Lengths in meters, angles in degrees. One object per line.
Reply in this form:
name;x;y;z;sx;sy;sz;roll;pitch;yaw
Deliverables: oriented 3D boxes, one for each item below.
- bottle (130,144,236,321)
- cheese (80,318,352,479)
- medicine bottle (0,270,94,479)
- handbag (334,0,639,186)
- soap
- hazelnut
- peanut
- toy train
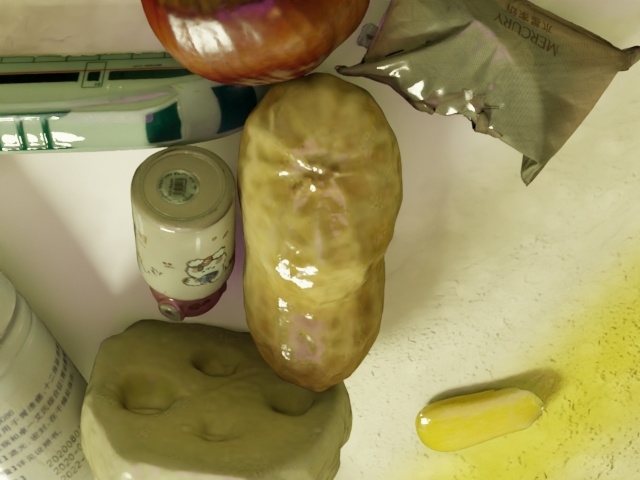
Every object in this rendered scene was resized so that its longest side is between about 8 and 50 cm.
bottle;-0.147;0.003;1.413;0.110;0.110;0.233;4;149;-3
cheese;-0.127;0.204;1.510;0.318;0.326;0.115;-18;131;-35
medicine bottle;-0.390;0.175;1.534;0.190;0.190;0.332;-18;126;15
handbag;0.163;-0.173;1.296;0.270;0.117;0.182;25;111;-15
soap;0.205;0.229;1.668;0.168;0.033;0.089;-14;129;12
hazelnut;-0.059;-0.241;1.221;0.212;0.181;0.181;-24;88;13
peanut;0.000;0.000;1.388;0.170;0.192;0.387;-8;129;-11
toy train;-0.248;-0.138;1.348;0.407;0.088;0.086;-2;128;1
